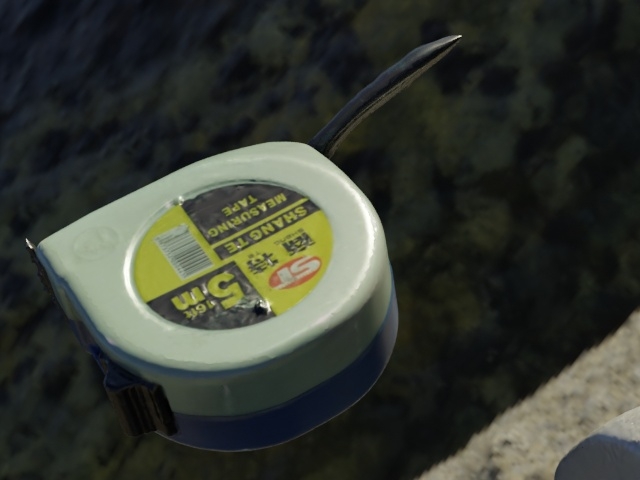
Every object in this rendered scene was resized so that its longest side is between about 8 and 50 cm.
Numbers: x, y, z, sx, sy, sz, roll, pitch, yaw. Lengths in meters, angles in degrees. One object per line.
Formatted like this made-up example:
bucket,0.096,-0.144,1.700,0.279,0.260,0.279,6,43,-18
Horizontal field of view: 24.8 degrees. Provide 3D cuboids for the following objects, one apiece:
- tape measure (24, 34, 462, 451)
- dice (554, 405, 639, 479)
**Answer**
tape measure,0.000,0.000,0.967,0.351,0.098,0.215,-29,48,-14
dice,0.363,0.246,1.190,0.251,0.259,0.243,118,135,-58
